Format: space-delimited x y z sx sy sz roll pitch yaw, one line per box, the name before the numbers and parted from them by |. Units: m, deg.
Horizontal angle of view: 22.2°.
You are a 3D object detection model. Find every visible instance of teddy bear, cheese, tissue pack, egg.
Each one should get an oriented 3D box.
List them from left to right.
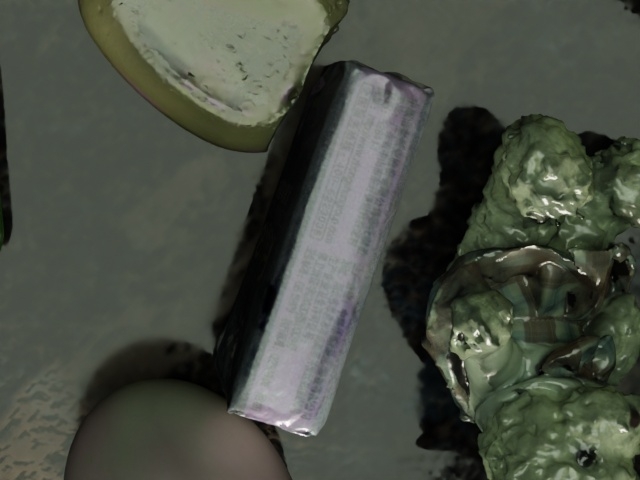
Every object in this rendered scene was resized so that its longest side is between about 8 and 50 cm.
cheese | -0.087 -0.118 0.731 0.192 0.037 0.097 28 92 -7
egg | -0.060 0.126 0.725 0.103 0.103 0.135 -23 97 -3
tissue pack | 0.000 0.000 0.713 0.051 0.112 0.156 18 94 -6
teddy bear | 0.092 0.053 0.727 0.133 0.111 0.213 14 74 -44

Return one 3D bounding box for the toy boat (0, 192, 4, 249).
toy boat | -0.198 -0.076 0.715 0.104 0.052 0.210 -3 101 -3
